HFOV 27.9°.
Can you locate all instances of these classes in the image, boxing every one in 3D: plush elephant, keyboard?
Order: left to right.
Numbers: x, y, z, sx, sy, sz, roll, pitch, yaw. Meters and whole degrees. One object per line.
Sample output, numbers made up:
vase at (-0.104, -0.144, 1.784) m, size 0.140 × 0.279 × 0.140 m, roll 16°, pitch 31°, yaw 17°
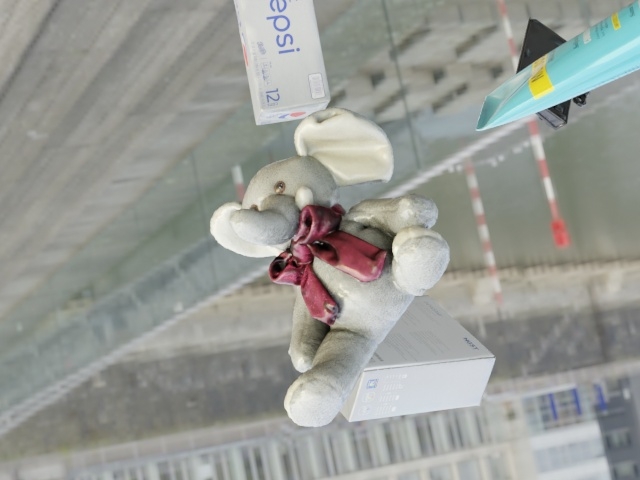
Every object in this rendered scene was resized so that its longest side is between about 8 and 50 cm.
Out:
plush elephant at (0.000, 0.000, 1.525) m, size 0.272 × 0.255 × 0.330 m, roll -55°, pitch 180°, yaw 24°
keyboard at (0.285, -0.198, 1.575) m, size 0.108 × 0.180 × 0.023 m, roll 33°, pitch 131°, yaw -10°

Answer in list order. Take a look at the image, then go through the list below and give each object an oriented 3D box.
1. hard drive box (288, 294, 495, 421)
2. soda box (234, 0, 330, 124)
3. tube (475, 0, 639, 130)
hard drive box at (0.102, 0.164, 1.848) m, size 0.232 × 0.089 × 0.181 m, roll -2°, pitch -151°, yaw -32°
soda box at (-0.059, -0.295, 1.608) m, size 0.091 × 0.286 × 0.098 m, roll -10°, pitch 176°, yaw -7°
tube at (0.213, -0.141, 0.976) m, size 0.207 × 0.052 × 0.080 m, roll -26°, pitch -168°, yaw 23°
